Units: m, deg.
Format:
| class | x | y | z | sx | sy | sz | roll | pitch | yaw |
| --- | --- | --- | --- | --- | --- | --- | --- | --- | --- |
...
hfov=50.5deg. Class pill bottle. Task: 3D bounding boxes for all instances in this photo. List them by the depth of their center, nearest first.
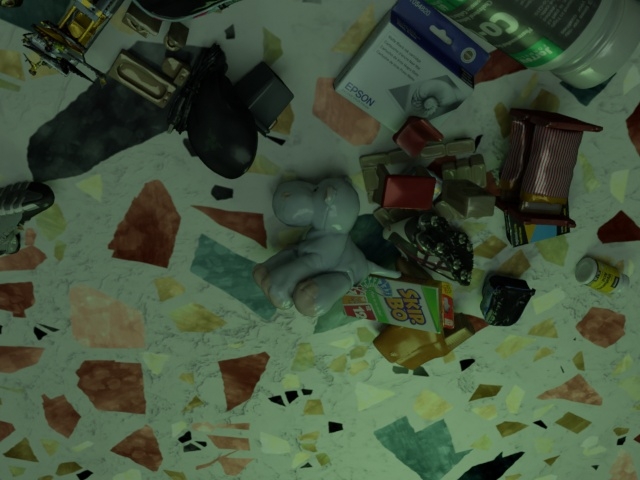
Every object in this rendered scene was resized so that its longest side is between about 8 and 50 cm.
| class | x | y | z | sx | sy | sz | roll | pitch | yaw |
| --- | --- | --- | --- | --- | --- | --- | --- | --- | --- |
| pill bottle | 0.350 | -0.413 | 1.133 | 0.361 | 0.204 | 0.204 | 25 | 118 | -20 |
| pill bottle | 0.662 | 0.086 | 1.590 | 0.116 | 0.065 | 0.065 | 17 | 120 | -18 |

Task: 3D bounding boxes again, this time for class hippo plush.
| class | x | y | z | sx | sy | sz | roll | pitch | yaw |
| --- | --- | --- | --- | --- | --- | --- | --- | --- | --- |
| hippo plush | 0.000 | 0.000 | 1.350 | 0.294 | 0.234 | 0.237 | 5 | 114 | 15 |

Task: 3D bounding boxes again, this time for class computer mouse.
| class | x | y | z | sx | sy | sz | roll | pitch | yaw |
| --- | --- | --- | --- | --- | --- | --- | --- | --- | --- |
| computer mouse | -0.195 | -0.209 | 1.163 | 0.072 | 0.272 | 0.188 | 10 | 124 | -41 |

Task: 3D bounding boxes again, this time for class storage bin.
| class | x | y | z | sx | sy | sz | roll | pitch | yaw |
| --- | --- | --- | --- | --- | --- | --- | --- | --- | --- |
| storage bin | -0.103 | -0.258 | 1.232 | 0.091 | 0.135 | 0.098 | -43 | 123 | 10 |

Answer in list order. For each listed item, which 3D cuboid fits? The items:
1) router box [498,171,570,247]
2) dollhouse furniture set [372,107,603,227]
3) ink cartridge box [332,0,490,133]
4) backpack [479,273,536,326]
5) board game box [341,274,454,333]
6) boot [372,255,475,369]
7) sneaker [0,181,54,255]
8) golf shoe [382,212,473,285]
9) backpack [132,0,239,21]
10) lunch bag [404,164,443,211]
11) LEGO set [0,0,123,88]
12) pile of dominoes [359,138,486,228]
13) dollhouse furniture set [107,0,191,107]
| class | x | y | z | sx | sy | sz | roll | pitch | yaw |
| --- | --- | --- | --- | --- | --- | --- | --- | --- | --- |
| router box | 0.463 | -0.081 | 1.466 | 0.133 | 0.046 | 0.179 | -16 | 124 | 5 |
| dollhouse furniture set | 0.304 | -0.143 | 1.274 | 0.374 | 0.152 | 0.201 | 1 | 110 | -15 |
| ink cartridge box | 0.176 | -0.313 | 1.275 | 0.223 | 0.045 | 0.224 | 30 | 116 | -24 |
| backpack | 0.426 | 0.138 | 1.585 | 0.105 | 0.084 | 0.114 | 8 | 117 | -12 |
| board game box | 0.165 | 0.130 | 1.498 | 0.259 | 0.039 | 0.124 | 7 | 123 | 25 |
| boot | 0.200 | 0.186 | 1.584 | 0.211 | 0.104 | 0.295 | -34 | 116 | 23 |
| sneaker | -0.612 | -0.035 | 1.355 | 0.228 | 0.086 | 0.132 | -9 | 130 | 11 |
| golf shoe | 0.248 | 0.018 | 1.484 | 0.120 | 0.105 | 0.273 | -2 | 152 | 39 |
| backpack | -0.198 | -0.467 | 1.039 | 0.253 | 0.191 | 0.225 | -27 | 120 | 3 |
| lunch bag | 0.203 | -0.110 | 1.381 | 0.071 | 0.053 | 0.083 | 31 | 132 | -17 |
| LEGO set | -0.427 | -0.353 | 1.006 | 0.255 | 0.331 | 0.192 | 35 | 97 | -31 |
| pile of dominoes | 0.220 | -0.120 | 1.431 | 0.251 | 0.040 | 0.196 | -8 | 126 | 8 |
| dollhouse furniture set | -0.299 | -0.309 | 1.174 | 0.144 | 0.123 | 0.151 | 31 | 115 | -24 |
